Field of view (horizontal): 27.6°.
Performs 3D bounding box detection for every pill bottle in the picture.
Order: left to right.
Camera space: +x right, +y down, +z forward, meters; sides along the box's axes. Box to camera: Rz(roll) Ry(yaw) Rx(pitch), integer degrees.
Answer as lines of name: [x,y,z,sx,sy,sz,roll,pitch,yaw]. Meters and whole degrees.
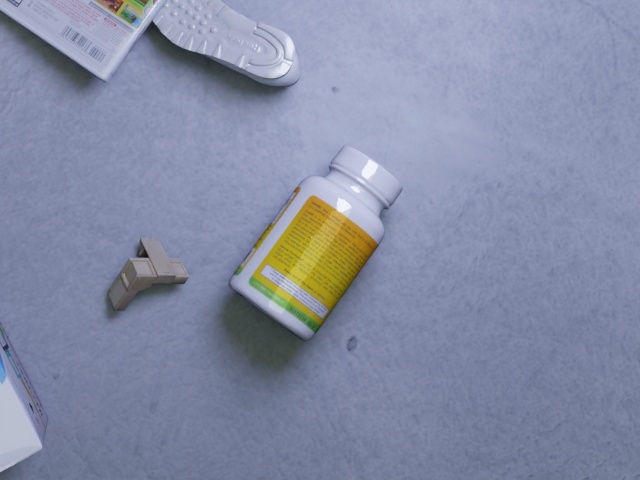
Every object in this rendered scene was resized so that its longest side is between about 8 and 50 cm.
pill bottle: [0.000,0.000,1.747,0.136,0.136,0.245,37,85,-8]

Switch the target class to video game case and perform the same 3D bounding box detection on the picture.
video game case: [-0.317,-0.354,1.729,0.227,0.026,0.206,34,85,5]

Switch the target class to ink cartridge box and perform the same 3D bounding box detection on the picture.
ink cartridge box: [-0.468,0.197,1.606,0.197,0.270,0.198,-26,94,-9]

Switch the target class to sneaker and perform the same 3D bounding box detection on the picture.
sneaker: [-0.132,-0.274,1.756,0.235,0.095,0.090,34,91,12]

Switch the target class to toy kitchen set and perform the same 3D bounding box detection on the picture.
toy kitchen set: [-0.239,0.045,1.767,0.083,0.075,0.068,2,47,-41]
